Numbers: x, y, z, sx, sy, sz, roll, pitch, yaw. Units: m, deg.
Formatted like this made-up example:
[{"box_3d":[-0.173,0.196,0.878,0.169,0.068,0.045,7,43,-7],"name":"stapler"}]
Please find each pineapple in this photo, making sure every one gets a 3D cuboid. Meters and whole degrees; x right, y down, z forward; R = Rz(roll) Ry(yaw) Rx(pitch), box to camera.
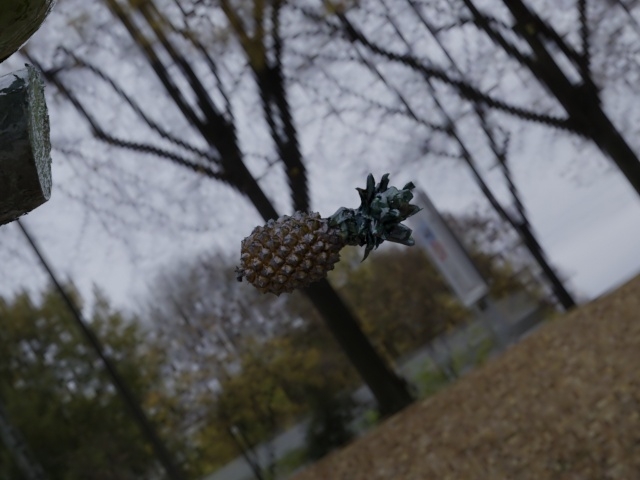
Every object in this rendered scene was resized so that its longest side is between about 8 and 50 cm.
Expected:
[{"box_3d":[0.000,-0.001,1.566,0.221,0.083,0.103,-23,-13,23],"name":"pineapple"}]

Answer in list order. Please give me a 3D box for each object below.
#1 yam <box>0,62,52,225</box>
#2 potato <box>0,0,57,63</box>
[{"box_3d":[-0.383,-0.073,1.535,0.254,0.154,0.154,-24,-12,1],"name":"yam"},{"box_3d":[-0.340,-0.245,1.332,0.216,0.216,0.304,-28,-9,-26],"name":"potato"}]
